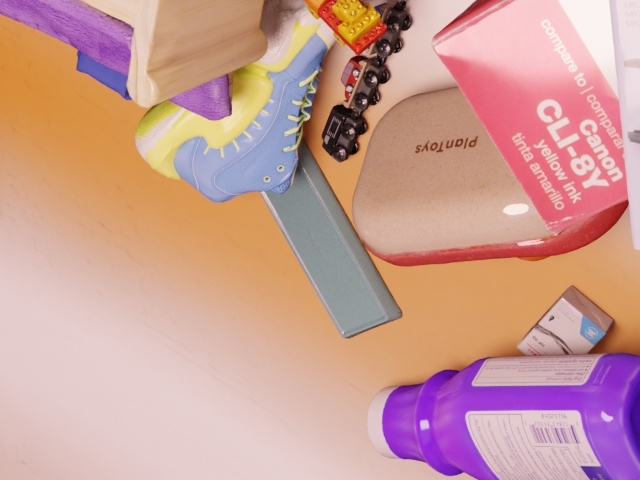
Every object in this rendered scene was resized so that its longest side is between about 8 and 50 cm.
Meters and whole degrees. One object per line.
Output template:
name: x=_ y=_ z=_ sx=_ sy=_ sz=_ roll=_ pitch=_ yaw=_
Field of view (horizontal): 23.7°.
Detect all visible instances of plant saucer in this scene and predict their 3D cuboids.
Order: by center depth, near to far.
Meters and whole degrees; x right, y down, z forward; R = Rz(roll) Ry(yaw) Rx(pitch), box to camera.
plant saucer: x=0.000 y=0.000 z=1.372 sx=0.067 sy=0.018 sz=0.192 roll=-24 pitch=99 yaw=32

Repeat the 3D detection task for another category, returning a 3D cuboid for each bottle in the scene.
bottle: x=0.164 y=0.154 z=1.290 sx=0.283 sy=0.092 sz=0.118 roll=-7 pitch=127 yaw=44

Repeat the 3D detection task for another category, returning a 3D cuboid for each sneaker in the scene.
sneaker: x=-0.037 y=-0.120 z=1.300 sx=0.240 sy=0.091 sz=0.126 roll=-35 pitch=116 yaw=21

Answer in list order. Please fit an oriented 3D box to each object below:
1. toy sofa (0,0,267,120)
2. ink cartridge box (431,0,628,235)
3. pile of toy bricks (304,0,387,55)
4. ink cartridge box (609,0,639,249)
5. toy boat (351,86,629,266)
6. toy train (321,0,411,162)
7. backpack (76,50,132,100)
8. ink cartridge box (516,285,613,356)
toy sofa: x=-0.224 y=-0.214 z=1.191 sx=0.362 sy=0.150 sz=0.177 roll=27 pitch=121 yaw=22
ink cartridge box: x=0.302 y=-0.189 z=0.975 sx=0.384 sy=0.279 sz=0.160 roll=-28 pitch=99 yaw=33
pile of toy bricks: x=-0.012 y=-0.256 z=1.183 sx=0.212 sy=0.118 sz=0.105 roll=46 pitch=170 yaw=13
ink cartridge box: x=0.250 y=-0.143 z=0.821 sx=0.185 sy=0.065 sz=0.311 roll=0 pitch=112 yaw=25
toy boat: x=0.149 y=-0.036 z=1.222 sx=0.231 sy=0.151 sz=0.151 roll=-5 pitch=147 yaw=40
toy train: x=0.036 y=-0.137 z=1.288 sx=0.036 sy=0.027 sz=0.158 roll=37 pitch=125 yaw=21
backpack: x=-0.151 y=-0.187 z=1.315 sx=0.098 sy=0.101 sz=0.120 roll=29 pitch=121 yaw=5
ink cartridge box: x=0.204 y=0.085 z=1.300 sx=0.048 sy=0.028 sz=0.083 roll=40 pitch=124 yaw=5
